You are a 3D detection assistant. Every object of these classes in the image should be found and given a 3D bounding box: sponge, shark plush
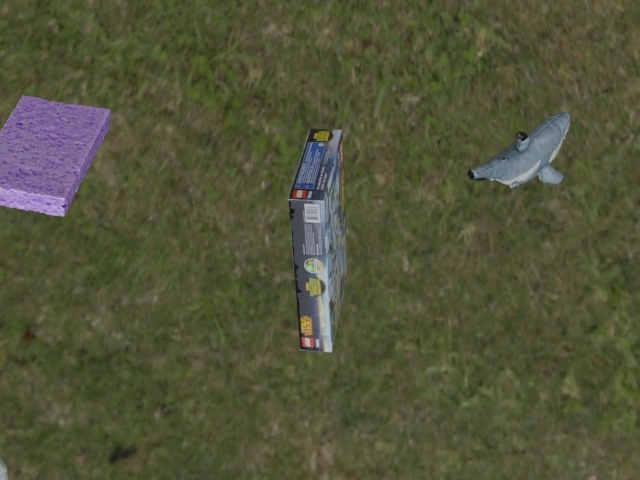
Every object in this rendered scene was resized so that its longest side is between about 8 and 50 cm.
[{"bbox_3d":[-0.341,-0.109,1.413,0.117,0.210,0.031,11,127,0],"label":"sponge"},{"bbox_3d":[0.213,-0.101,1.281,0.161,0.073,0.067,-12,139,-31],"label":"shark plush"}]

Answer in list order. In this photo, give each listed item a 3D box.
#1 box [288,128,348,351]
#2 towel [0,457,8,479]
[{"bbox_3d":[0.000,0.000,0.840,0.027,0.094,0.137,3,126,9],"label":"box"},{"bbox_3d":[-0.418,0.091,0.787,0.320,0.374,0.090,41,93,14],"label":"towel"}]
